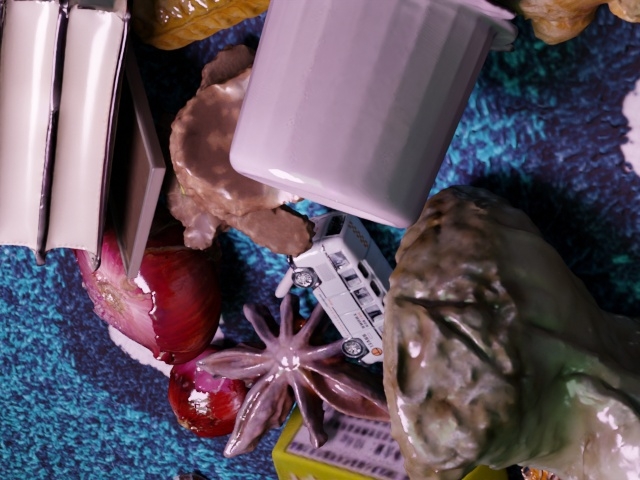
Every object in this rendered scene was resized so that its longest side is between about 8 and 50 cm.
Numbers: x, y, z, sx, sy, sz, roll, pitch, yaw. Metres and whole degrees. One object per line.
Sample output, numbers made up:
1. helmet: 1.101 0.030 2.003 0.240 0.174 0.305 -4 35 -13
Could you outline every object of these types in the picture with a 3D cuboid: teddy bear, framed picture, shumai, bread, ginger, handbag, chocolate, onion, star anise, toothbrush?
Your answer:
1. teddy bear: -0.051 -0.103 1.393 0.296 0.222 0.246 -21 90 7
2. framed picture: -0.229 -0.113 1.485 0.192 0.018 0.265 113 147 -45
3. shumai: 0.229 0.103 1.282 0.288 0.330 0.292 -3 160 20
4. bread: -0.074 -0.273 1.313 0.367 0.077 0.084 -14 112 44
5. ginger: 0.210 -0.244 1.088 0.157 0.102 0.216 37 142 -28
6. handbag: -0.309 -0.173 1.437 0.160 0.237 0.358 5 125 -13
7. chocolate: 0.100 0.352 1.642 0.301 0.137 0.289 10 129 35
8. onion: -0.147 0.207 1.742 0.131 0.131 0.131 22 134 24
9. star anise: -0.035 0.167 1.601 0.257 0.110 0.198 -20 79 22
10. onion: -0.218 0.044 1.631 0.248 0.161 0.248 26 127 39
11. toothbrush: 0.000 0.000 1.522 0.026 0.022 0.263 29 139 -4

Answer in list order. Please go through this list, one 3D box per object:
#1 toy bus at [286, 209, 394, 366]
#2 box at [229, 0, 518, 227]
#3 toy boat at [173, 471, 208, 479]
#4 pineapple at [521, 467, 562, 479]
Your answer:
1. toy bus: 0.042 0.055 1.474 0.089 0.087 0.194 -20 118 27
2. box: 0.009 -0.139 1.144 0.291 0.206 0.262 18 178 7
3. toy boat: -0.177 0.416 1.979 0.140 0.059 0.066 43 122 5
4. pineapple: 0.271 0.292 1.442 0.140 0.164 0.250 1 127 48
